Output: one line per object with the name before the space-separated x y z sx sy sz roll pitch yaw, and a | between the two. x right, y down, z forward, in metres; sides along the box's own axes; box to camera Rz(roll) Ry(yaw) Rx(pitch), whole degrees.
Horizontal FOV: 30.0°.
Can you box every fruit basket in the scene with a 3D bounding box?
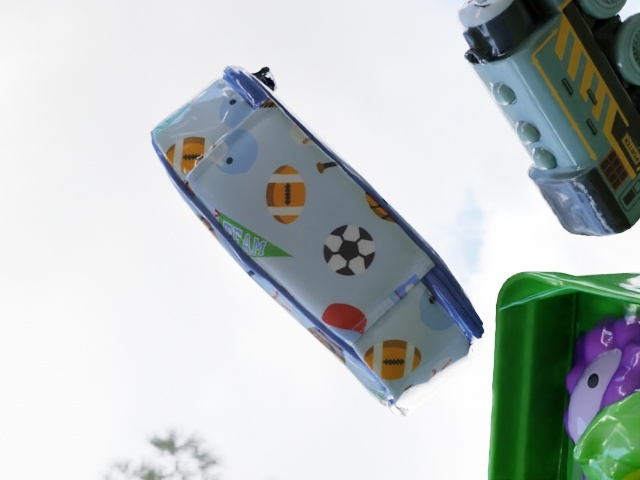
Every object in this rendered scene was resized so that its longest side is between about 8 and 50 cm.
fruit basket | 0.224 0.221 0.828 0.392 0.283 0.392 -21 -62 -48

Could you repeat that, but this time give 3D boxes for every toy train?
toy train | 0.270 -0.161 1.255 0.190 0.142 0.334 -48 -62 -21

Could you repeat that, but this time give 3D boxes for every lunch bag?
lunch bag | 0.000 0.000 0.951 0.115 0.243 0.303 -41 -103 0
